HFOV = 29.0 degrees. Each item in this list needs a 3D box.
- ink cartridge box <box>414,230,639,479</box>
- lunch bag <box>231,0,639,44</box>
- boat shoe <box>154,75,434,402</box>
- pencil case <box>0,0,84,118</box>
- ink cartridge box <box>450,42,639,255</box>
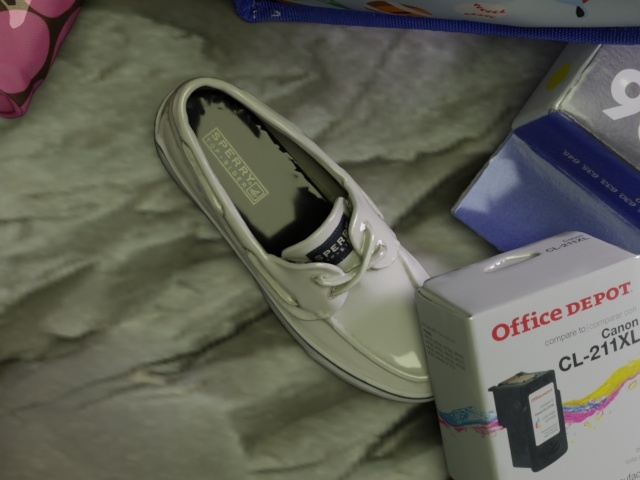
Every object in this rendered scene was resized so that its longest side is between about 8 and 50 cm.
[{"bbox_3d":[0.143,0.098,0.785,0.127,0.072,0.175,-18,109,-18],"label":"ink cartridge box"},{"bbox_3d":[0.126,-0.288,0.693,0.385,0.239,0.328,9,88,16],"label":"lunch bag"},{"bbox_3d":[0.000,0.000,0.787,0.096,0.088,0.267,-39,95,-10],"label":"boat shoe"},{"bbox_3d":[-0.186,-0.187,0.766,0.098,0.095,0.209,23,80,16],"label":"pencil case"},{"bbox_3d":[0.297,-0.055,0.825,0.303,0.072,0.307,35,87,-12],"label":"ink cartridge box"}]
